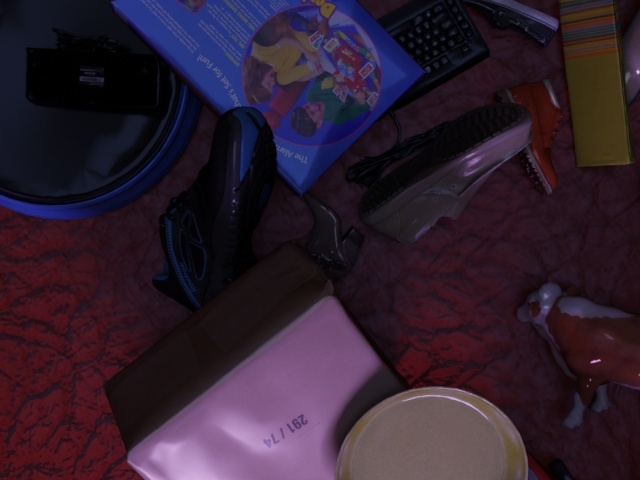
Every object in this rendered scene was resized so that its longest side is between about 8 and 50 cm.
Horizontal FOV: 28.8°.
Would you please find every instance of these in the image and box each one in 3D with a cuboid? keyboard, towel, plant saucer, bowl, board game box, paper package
[{"bbox_3d":[0.088,-0.195,1.714,0.317,0.033,0.201,-30,91,2],"label":"keyboard"},{"bbox_3d":[0.371,-0.218,1.674,0.021,0.102,0.237,-11,97,-32],"label":"towel"},{"bbox_3d":[0.136,0.287,1.552,0.241,0.037,0.241,-1,106,-4],"label":"plant saucer"},{"bbox_3d":[-0.356,-0.224,1.696,0.391,0.077,0.391,0,91,0],"label":"bowl"},{"bbox_3d":[-0.069,-0.261,1.632,0.233,0.078,0.347,-45,97,-4],"label":"board game box"},{"bbox_3d":[-0.294,-0.225,1.639,0.192,0.038,0.100,6,98,12],"label":"keyboard"},{"bbox_3d":[-0.059,0.219,1.595,0.325,0.168,0.309,-38,122,-1],"label":"paper package"}]

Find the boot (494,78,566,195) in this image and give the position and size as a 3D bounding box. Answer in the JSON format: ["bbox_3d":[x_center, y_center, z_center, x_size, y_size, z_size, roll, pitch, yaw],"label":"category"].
[{"bbox_3d":[0.305,-0.143,1.700,0.085,0.059,0.158,-20,89,-4],"label":"boot"}]

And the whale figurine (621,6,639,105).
[{"bbox_3d":[0.494,-0.281,1.672,0.272,0.141,0.216,-35,71,23],"label":"whale figurine"}]

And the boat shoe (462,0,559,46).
[{"bbox_3d":[0.255,-0.306,1.702,0.142,0.049,0.040,21,91,-2],"label":"boat shoe"}]

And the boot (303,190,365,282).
[{"bbox_3d":[0.000,0.000,1.712,0.118,0.042,0.087,40,93,0],"label":"boot"}]

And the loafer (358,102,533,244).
[{"bbox_3d":[0.178,-0.087,1.677,0.268,0.102,0.092,-33,119,18],"label":"loafer"}]

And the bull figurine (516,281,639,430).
[{"bbox_3d":[0.405,0.160,1.654,0.310,0.101,0.188,8,114,23],"label":"bull figurine"}]

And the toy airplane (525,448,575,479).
[{"bbox_3d":[0.376,0.485,1.598,0.384,0.272,0.386,11,90,0],"label":"toy airplane"}]

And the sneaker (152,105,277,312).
[{"bbox_3d":[-0.147,-0.030,1.606,0.140,0.125,0.341,23,128,13],"label":"sneaker"}]
